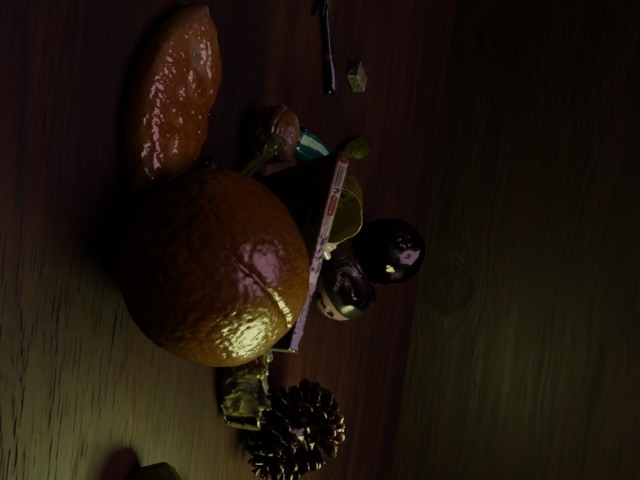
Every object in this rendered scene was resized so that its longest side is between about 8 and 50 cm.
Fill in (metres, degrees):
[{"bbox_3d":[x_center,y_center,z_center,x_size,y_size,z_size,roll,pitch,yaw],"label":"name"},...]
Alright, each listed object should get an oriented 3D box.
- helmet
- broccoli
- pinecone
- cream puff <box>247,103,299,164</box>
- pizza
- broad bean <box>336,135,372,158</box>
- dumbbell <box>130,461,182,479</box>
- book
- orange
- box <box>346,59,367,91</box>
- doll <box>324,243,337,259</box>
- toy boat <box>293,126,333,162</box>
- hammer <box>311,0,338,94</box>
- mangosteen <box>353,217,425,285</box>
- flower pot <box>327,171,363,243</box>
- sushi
[{"bbox_3d":[0.068,0.168,1.851,0.198,0.154,0.253,58,16,0],"label":"helmet"},{"bbox_3d":[-0.153,-0.138,1.128,0.204,0.122,0.118,-44,126,11],"label":"broccoli"},{"bbox_3d":[-0.072,0.523,1.521,0.292,0.246,0.246,-35,131,-42],"label":"pinecone"},{"bbox_3d":[-0.112,-0.241,1.302,0.126,0.103,0.144,42,59,-59],"label":"cream puff"},{"bbox_3d":[-0.252,-0.247,0.987,0.182,0.074,0.365,29,70,-65],"label":"pizza"},{"bbox_3d":[0.112,-0.304,1.909,0.075,0.067,0.325,63,31,-6],"label":"broad bean"},{"bbox_3d":[-0.288,0.549,1.151,0.302,0.121,0.108,70,7,-49],"label":"dumbbell"},{"bbox_3d":[-0.090,0.025,1.231,0.039,0.300,0.428,28,68,-34],"label":"book"},{"bbox_3d":[-0.172,0.054,0.980,0.357,0.322,0.322,62,41,-58],"label":"orange"},{"bbox_3d":[0.119,-0.536,1.854,0.098,0.045,0.062,52,50,-63],"label":"box"},{"bbox_3d":[0.000,0.000,1.709,0.207,0.081,0.129,-26,103,-62],"label":"doll"},{"bbox_3d":[-0.028,-0.241,1.533,0.062,0.096,0.299,-70,160,0],"label":"toy boat"},{"bbox_3d":[0.022,-0.555,1.611,0.137,0.037,0.290,-51,143,-53],"label":"hammer"},{"bbox_3d":[0.246,0.058,2.163,0.275,0.275,0.302,-64,-175,-37],"label":"mangosteen"},{"bbox_3d":[0.040,-0.118,1.644,0.179,0.195,0.195,-70,159,-57],"label":"flower pot"},{"bbox_3d":[-0.162,0.316,1.349,0.131,0.139,0.291,-14,110,-75],"label":"sushi"}]
